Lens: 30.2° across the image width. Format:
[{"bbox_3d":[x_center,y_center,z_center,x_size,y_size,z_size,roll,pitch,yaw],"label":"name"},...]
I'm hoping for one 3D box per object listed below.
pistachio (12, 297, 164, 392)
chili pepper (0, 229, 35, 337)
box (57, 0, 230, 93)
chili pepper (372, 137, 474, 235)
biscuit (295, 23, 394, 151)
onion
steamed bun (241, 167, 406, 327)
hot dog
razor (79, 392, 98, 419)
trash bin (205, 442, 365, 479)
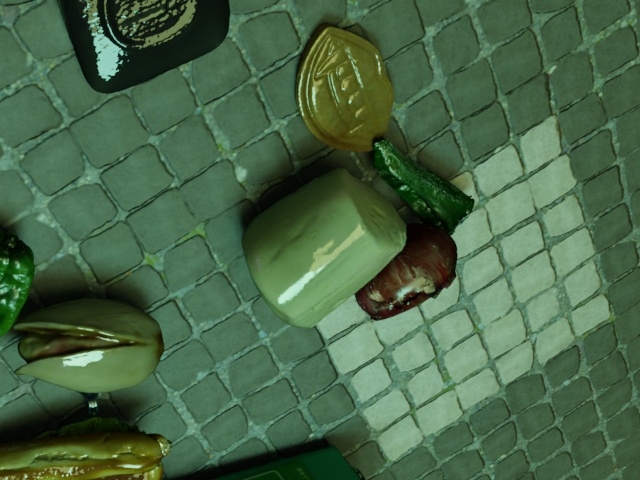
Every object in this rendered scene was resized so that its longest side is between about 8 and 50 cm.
[{"bbox_3d":[-0.318,0.146,1.645,0.215,0.144,0.144,1,119,-38],"label":"pistachio"},{"bbox_3d":[-0.458,0.095,1.576,0.099,0.083,0.253,24,111,-36],"label":"chili pepper"},{"bbox_3d":[-0.215,-0.295,1.481,0.212,0.042,0.201,-25,126,-14],"label":"box"},{"bbox_3d":[0.146,-0.091,1.792,0.088,0.059,0.227,-45,131,4],"label":"chili pepper"},{"bbox_3d":[0.033,-0.208,1.680,0.142,0.029,0.220,-29,129,-9],"label":"biscuit"},{"bbox_3d":[0.115,0.036,1.803,0.184,0.184,0.147,-44,98,3],"label":"onion"},{"bbox_3d":[0.000,0.000,1.710,0.225,0.170,0.200,-37,159,7],"label":"steamed bun"},{"bbox_3d":[-0.382,0.333,1.735,0.337,0.100,0.135,-7,132,-7],"label":"hot dog"},{"bbox_3d":[-0.349,0.295,1.791,0.066,0.033,0.190,-7,123,-24],"label":"razor"},{"bbox_3d":[-0.095,0.520,1.934,0.381,0.259,0.295,-16,126,-22],"label":"trash bin"}]
